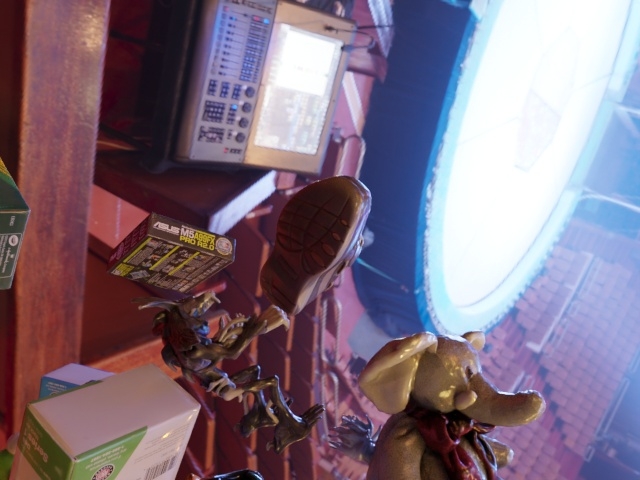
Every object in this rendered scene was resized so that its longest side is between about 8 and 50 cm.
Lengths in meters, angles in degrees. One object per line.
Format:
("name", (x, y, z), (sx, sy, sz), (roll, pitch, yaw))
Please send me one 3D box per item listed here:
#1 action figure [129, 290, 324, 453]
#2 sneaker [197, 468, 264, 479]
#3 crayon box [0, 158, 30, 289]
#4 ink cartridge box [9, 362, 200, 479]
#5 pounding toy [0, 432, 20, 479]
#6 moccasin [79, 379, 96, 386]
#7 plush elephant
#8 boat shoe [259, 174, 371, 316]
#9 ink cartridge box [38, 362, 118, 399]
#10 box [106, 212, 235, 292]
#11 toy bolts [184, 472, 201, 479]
("action figure", (-0.118, 0.147, 0.782), (0.141, 0.164, 0.276), (-48, 115, -26))
("sneaker", (-0.104, 0.404, 0.861), (0.121, 0.108, 0.302), (-31, 144, 14))
("crayon box", (-0.713, -0.077, 1.222), (0.083, 0.323, 0.203), (-5, 133, -48))
("ink cartridge box", (-0.241, 0.263, 0.635), (0.160, 0.092, 0.219), (-7, 124, -56))
("pounding toy", (-0.743, 0.595, 1.522), (0.183, 0.110, 0.237), (11, 128, -40))
("moccasin", (-0.600, 0.489, 1.370), (0.117, 0.137, 0.342), (141, -37, -67))
("plush elephant", (0.173, 0.242, 0.774), (0.272, 0.330, 0.255), (-5, 115, -51))
("boat shoe", (0.000, 0.000, 1.034), (0.130, 0.132, 0.355), (-28, 164, -37))
("ink cartridge box", (-0.755, 0.634, 1.919), (0.166, 0.285, 0.395), (-23, 124, -77))
("box", (-0.363, 0.039, 1.428), (0.216, 0.270, 0.060), (20, 58, -31))
("toy bolts", (-0.227, 0.463, 0.990), (0.218, 0.158, 0.228), (-60, -166, 28))
